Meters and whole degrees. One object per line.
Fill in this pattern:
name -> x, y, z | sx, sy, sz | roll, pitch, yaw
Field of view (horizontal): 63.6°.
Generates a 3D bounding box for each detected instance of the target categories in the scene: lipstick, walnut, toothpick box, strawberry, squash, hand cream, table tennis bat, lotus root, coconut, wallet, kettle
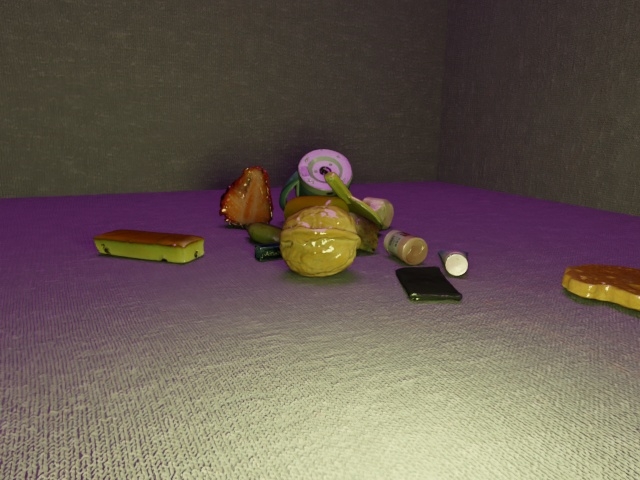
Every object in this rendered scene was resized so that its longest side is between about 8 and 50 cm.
lipstick -> -0.084, 0.031, 1.854 | 0.312, 0.051, 0.051 | -5, 13, -31
walnut -> 0.000, 0.000, 1.596 | 0.257, 0.224, 0.257 | 2, -17, 1
toothpick box -> 0.296, 0.022, 1.810 | 0.099, 0.098, 0.149 | -3, 13, -19
strawberry -> -0.323, -0.186, 2.313 | 0.254, 0.280, 0.150 | -5, 8, 16
squash -> -0.209, -0.022, 1.994 | 0.095, 0.094, 0.341 | -10, 20, -40
toothpick box -> -0.025, -0.108, 2.192 | 0.271, 0.174, 0.175 | 10, 16, 43
hand cream -> 0.456, 0.063, 1.768 | 0.111, 0.070, 0.312 | 2, 5, 13
table tennis bat -> 0.133, -0.158, 2.189 | 0.054, 0.368, 0.224 | -53, 34, -15
lotus root -> 0.120, -0.034, 1.955 | 0.119, 0.138, 0.235 | 28, -9, -31
coconut -> 0.245, -0.126, 2.361 | 0.153, 0.147, 0.147 | 13, 17, 33
wallet -> 0.311, 0.125, 1.524 | 0.146, 0.030, 0.285 | -2, 12, 0
kettle -> -0.033, -0.220, 2.401 | 0.320, 0.342, 0.247 | -3, 57, -11

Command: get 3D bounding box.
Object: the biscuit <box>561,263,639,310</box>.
biscuit -> 0.858, 0.133, 1.468 | 0.312, 0.057, 0.351 | 8, 13, 28

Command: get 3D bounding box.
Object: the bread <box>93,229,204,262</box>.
bread -> -0.600, 0.017, 1.811 | 0.362, 0.077, 0.138 | 5, 15, 16
